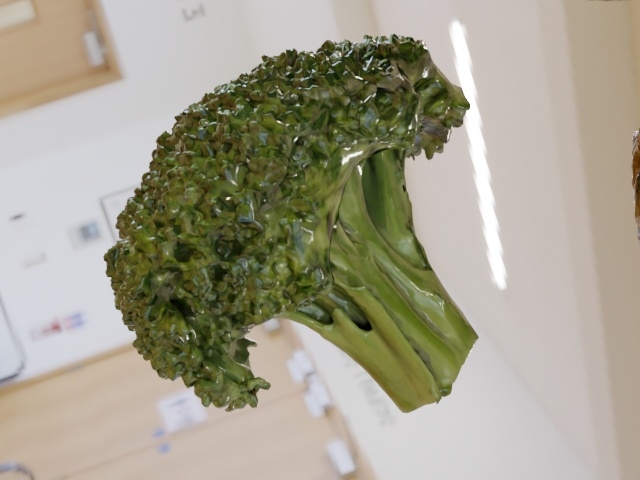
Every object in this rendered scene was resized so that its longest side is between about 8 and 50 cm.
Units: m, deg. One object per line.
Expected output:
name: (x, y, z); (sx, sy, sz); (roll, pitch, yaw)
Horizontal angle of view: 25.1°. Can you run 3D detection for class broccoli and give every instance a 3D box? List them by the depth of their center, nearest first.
broccoli: (-0.020, -0.009, 1.179); (0.249, 0.375, 0.302); (4, -48, 40)

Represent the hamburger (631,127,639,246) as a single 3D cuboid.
hamburger: (0.300, 0.005, 1.076); (0.231, 0.106, 0.231); (-12, 90, -72)
